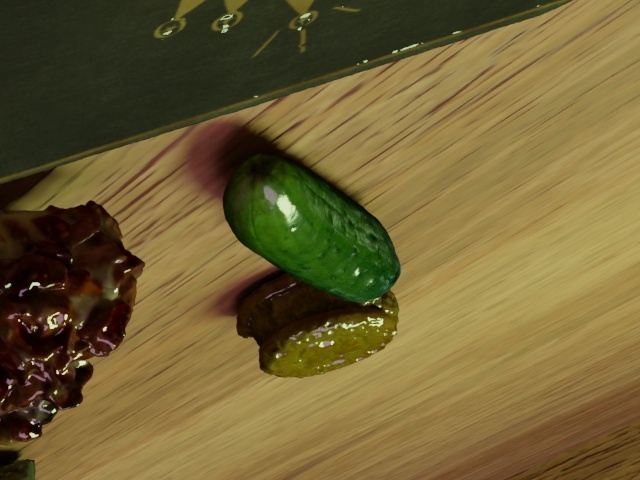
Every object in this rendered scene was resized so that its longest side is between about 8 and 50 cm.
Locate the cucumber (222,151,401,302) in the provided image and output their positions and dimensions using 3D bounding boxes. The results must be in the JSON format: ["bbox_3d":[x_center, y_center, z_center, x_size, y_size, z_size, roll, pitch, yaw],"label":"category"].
[{"bbox_3d":[0.000,0.000,0.704,0.056,0.056,0.250,-25,159,13],"label":"cucumber"}]

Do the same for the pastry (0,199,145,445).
[{"bbox_3d":[-0.173,0.052,0.590,0.208,0.115,0.097,-31,148,35],"label":"pastry"}]

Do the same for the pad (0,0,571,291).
[{"bbox_3d":[0.017,-0.091,0.387,0.376,0.063,0.315,-21,163,-21],"label":"pad"}]

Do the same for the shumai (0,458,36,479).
[{"bbox_3d":[-0.322,0.276,0.976,0.218,0.256,0.189,-2,122,3],"label":"shumai"}]

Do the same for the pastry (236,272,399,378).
[{"bbox_3d":[-0.002,0.053,0.853,0.109,0.057,0.097,-26,160,14],"label":"pastry"}]
